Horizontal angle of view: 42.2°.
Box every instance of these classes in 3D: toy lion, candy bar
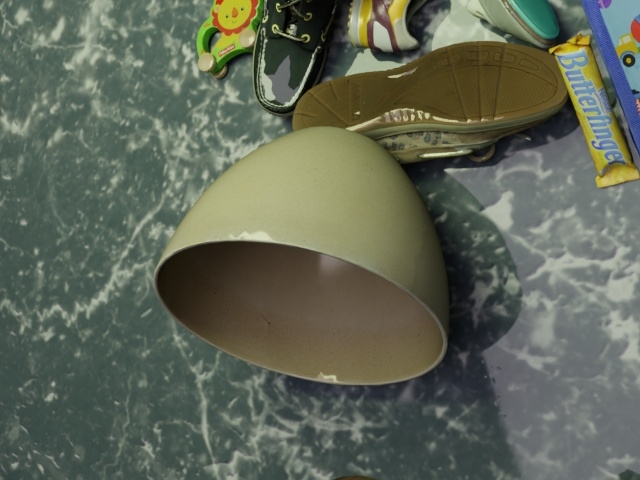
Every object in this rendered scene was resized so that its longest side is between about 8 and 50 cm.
[{"bbox_3d":[-0.109,-0.259,1.002,0.100,0.034,0.096,-24,71,24],"label":"toy lion"},{"bbox_3d":[0.258,-0.121,0.781,0.040,0.018,0.161,-16,119,27],"label":"candy bar"}]

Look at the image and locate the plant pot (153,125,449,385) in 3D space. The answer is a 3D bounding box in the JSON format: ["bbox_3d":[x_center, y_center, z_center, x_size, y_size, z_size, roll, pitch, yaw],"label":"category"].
[{"bbox_3d":[0.000,0.000,0.832,0.284,0.284,0.191,-1,55,26],"label":"plant pot"}]

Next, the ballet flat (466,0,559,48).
[{"bbox_3d":[0.170,-0.270,0.854,0.068,0.072,0.213,-43,68,47],"label":"ballet flat"}]

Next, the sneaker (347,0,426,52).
[{"bbox_3d":[0.086,-0.296,0.892,0.083,0.069,0.186,10,99,17],"label":"sneaker"}]

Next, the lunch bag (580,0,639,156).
[{"bbox_3d":[0.369,-0.162,0.721,0.221,0.138,0.293,-21,90,22],"label":"lunch bag"}]

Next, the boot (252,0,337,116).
[{"bbox_3d":[-0.030,-0.255,0.873,0.085,0.178,0.236,17,94,4],"label":"boot"}]

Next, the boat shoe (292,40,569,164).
[{"bbox_3d":[0.115,-0.133,0.866,0.285,0.089,0.105,-3,61,23],"label":"boat shoe"}]

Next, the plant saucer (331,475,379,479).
[{"bbox_3d":[0.040,0.345,0.907,0.168,0.029,0.169,0,89,26],"label":"plant saucer"}]
